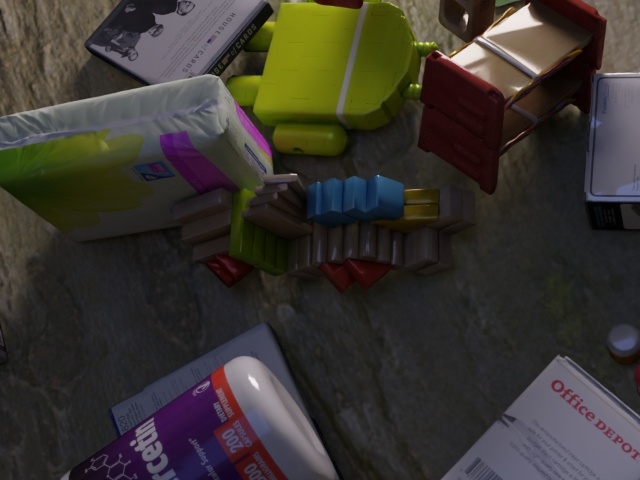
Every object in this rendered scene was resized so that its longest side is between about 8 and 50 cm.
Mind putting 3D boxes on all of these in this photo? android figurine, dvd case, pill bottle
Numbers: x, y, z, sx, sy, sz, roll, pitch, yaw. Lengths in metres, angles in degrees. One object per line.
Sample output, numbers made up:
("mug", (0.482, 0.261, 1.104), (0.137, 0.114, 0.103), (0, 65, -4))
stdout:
("android figurine", (0.016, -0.225, 1.650), (0.273, 0.056, 0.248), (3, 68, 21))
("dvd case", (-0.196, -0.288, 1.731), (0.239, 0.029, 0.179), (33, 80, 39))
("pill bottle", (-0.156, 0.279, 1.366), (0.323, 0.181, 0.181), (-35, 62, 1))

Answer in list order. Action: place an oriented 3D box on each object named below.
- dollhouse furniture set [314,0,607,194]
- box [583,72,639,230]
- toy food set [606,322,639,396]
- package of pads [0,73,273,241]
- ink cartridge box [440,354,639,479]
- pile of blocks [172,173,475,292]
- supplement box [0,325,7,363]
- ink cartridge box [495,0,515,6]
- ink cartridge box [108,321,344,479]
("dollhouse furniture set", (0.137, -0.252, 1.539), (0.201, 0.152, 0.374), (-36, 58, -26))
("box", (0.451, -0.101, 1.444), (0.290, 0.087, 0.169), (0, 68, 17))
("toy food set", (0.419, 0.117, 1.350), (0.232, 0.104, 0.111), (0, 68, 17))
("package of pads", (-0.221, -0.094, 1.572), (0.297, 0.229, 0.101), (-9, 68, 13))
("ink cartridge box", (0.245, 0.255, 1.354), (0.218, 0.092, 0.158), (-46, 63, -3))
("pile of blocks", (0.000, 0.000, 1.507), (0.362, 0.149, 0.112), (-5, 66, 15))
("supplement box", (-0.504, 0.068, 1.679), (0.130, 0.073, 0.239), (-24, 62, 7))
("ink cartridge box", (0.277, -0.435, 1.661), (0.171, 0.056, 0.235), (-16, 62, 10))
("ink cartridge box", (-0.113, 0.242, 1.497), (0.224, 0.045, 0.223), (-28, 63, 5))
